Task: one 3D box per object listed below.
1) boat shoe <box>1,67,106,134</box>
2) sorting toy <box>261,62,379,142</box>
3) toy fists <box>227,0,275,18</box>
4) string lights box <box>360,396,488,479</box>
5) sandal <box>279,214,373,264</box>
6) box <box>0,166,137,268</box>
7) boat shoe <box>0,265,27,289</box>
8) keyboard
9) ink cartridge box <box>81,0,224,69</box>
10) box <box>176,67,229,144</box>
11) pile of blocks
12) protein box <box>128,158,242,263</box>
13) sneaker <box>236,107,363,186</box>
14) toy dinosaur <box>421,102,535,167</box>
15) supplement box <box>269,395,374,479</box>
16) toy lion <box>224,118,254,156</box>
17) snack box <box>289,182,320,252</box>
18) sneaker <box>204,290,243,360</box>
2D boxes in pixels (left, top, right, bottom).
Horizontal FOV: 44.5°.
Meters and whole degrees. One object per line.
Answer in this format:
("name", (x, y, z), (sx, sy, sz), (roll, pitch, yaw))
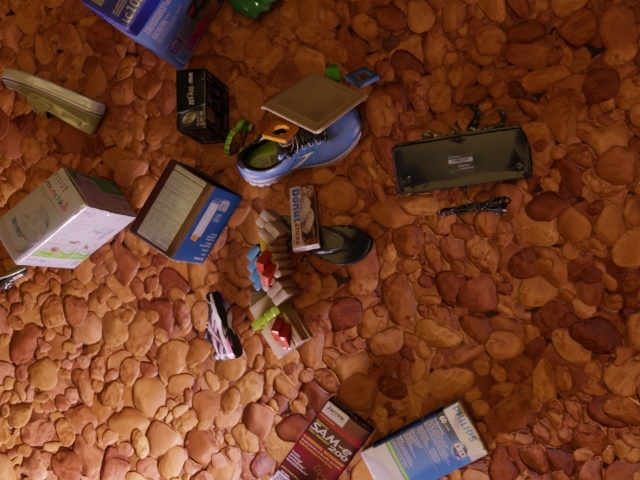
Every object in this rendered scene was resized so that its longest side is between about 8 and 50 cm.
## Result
("boat shoe", (-0.713, -0.369, 2.058), (0.302, 0.109, 0.094), (22, 93, 10))
("sorting toy", (-0.013, -0.314, 1.832), (0.196, 0.047, 0.347), (27, 52, 33))
("toy fists", (-0.143, -0.692, 1.945), (0.142, 0.096, 0.279), (24, 90, -14))
("string lights box", (0.239, 0.481, 1.796), (0.259, 0.077, 0.133), (-29, 81, 9))
("sandal", (-0.001, 0.001, 1.896), (0.254, 0.054, 0.097), (10, 88, 13))
("box", (-0.621, -0.047, 1.933), (0.231, 0.262, 0.127), (-38, 79, 8))
("boat shoe", (-0.836, 0.107, 2.083), (0.133, 0.049, 0.042), (-26, 109, 3))
("keyboard", (0.333, -0.149, 1.827), (0.317, 0.033, 0.202), (-7, 99, 16))
("ink cartridge box", (-0.387, -0.600, 1.852), (0.151, 0.395, 0.270), (32, 93, 13))
("box", (-0.287, -0.325, 1.920), (0.077, 0.180, 0.147), (-2, 86, 11))
("pile of blocks", (-0.129, 0.108, 1.872), (0.148, 0.112, 0.362), (-12, 86, 23))
("protein box", (-0.322, -0.065, 1.898), (0.136, 0.200, 0.201), (33, 93, 13))
("sneaker", (-0.052, -0.228, 1.878), (0.330, 0.147, 0.130), (-25, 81, 8))
("toy dinosaur", (0.378, -0.254, 1.829), (0.268, 0.064, 0.118), (13, 103, 13))
("supplement box", (0.004, 0.504, 1.849), (0.130, 0.073, 0.239), (36, 93, 12))
("toy lion", (-0.206, -0.255, 1.940), (0.034, 0.096, 0.100), (22, 90, 13))
("snack box", (-0.039, -0.056, 1.888), (0.064, 0.022, 0.178), (-12, 57, 11))
("sneaker", (-0.259, 0.214, 1.934), (0.077, 0.072, 0.178), (-22, 76, 21))
